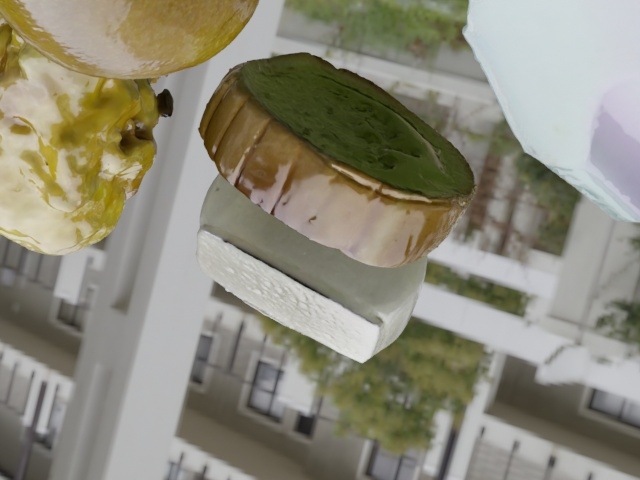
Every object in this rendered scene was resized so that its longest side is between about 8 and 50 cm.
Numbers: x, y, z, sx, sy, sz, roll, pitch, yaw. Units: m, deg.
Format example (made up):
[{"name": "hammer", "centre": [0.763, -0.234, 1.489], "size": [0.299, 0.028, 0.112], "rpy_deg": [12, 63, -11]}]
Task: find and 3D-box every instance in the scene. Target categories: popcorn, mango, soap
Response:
[{"name": "popcorn", "centre": [-0.224, -0.093, 1.023], "size": [0.191, 0.190, 0.253], "rpy_deg": [-20, 157, 9]}, {"name": "mango", "centre": [-0.094, -0.143, 0.576], "size": [0.099, 0.136, 0.227], "rpy_deg": [42, -176, 10]}, {"name": "soap", "centre": [0.226, -0.150, 0.746], "size": [0.156, 0.261, 0.446], "rpy_deg": [-8, 158, 31]}]

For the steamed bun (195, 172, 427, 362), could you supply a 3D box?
[{"name": "steamed bun", "centre": [0.000, 0.000, 1.280], "size": [0.241, 0.164, 0.146], "rpy_deg": [28, 154, 6]}]

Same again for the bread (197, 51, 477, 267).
[{"name": "bread", "centre": [0.014, -0.071, 0.973], "size": [0.236, 0.070, 0.236], "rpy_deg": [24, -156, -11]}]
